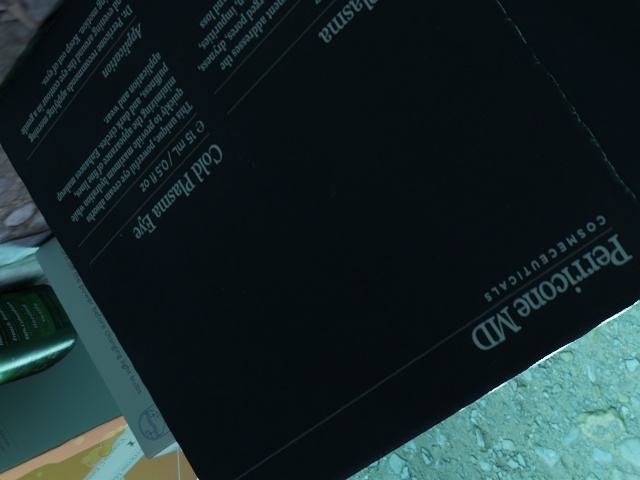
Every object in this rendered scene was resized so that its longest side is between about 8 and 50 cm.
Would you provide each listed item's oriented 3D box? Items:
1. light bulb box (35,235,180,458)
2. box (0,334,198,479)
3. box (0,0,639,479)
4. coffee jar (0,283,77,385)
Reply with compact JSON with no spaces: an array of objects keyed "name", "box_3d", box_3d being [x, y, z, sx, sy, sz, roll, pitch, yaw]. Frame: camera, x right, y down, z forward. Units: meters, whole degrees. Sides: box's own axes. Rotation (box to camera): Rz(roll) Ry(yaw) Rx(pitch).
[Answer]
[{"name":"light bulb box","box_3d":[0.000,0.000,1.062,0.361,0.225,0.358,-36,168,18]},{"name":"box","box_3d":[-0.317,0.234,1.170,0.345,0.168,0.215,-24,139,-27]},{"name":"box","box_3d":[0.018,-0.052,0.629,0.179,0.312,0.343,-20,165,-48]},{"name":"coffee jar","box_3d":[-0.319,0.099,1.013,0.096,0.079,0.184,-35,170,30]}]
